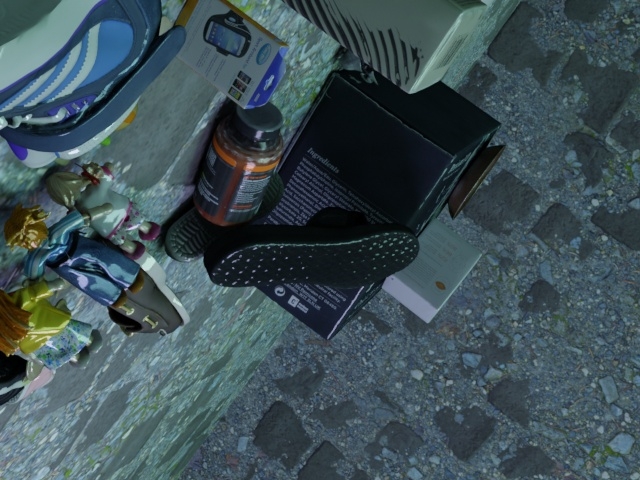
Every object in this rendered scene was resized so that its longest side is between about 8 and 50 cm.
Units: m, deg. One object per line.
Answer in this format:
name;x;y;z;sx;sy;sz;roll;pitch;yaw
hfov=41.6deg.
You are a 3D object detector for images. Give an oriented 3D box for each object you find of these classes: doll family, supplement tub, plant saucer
doll family;-0.281;0.040;0.893;0.263;0.118;0.163;-53;131;-1
supplement tub;-0.118;-0.117;1.254;0.106;0.106;0.198;-44;168;-45
plant saucer;0.333;-0.134;1.840;0.198;0.036;0.198;-53;170;-13

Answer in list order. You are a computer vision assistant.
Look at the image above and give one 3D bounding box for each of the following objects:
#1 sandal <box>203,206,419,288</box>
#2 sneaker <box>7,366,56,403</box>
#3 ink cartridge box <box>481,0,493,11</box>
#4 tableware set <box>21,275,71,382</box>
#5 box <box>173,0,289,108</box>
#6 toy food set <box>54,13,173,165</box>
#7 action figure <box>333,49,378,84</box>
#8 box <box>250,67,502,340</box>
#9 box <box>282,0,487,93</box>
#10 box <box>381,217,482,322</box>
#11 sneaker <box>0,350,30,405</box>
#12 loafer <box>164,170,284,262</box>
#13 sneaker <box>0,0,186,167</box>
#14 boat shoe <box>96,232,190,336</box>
sandal;0.000;-0.001;1.439;0.446;0.107;0.167;3;143;-42
sneaker;-0.386;0.162;1.160;0.134;0.051;0.070;-52;173;16
ink cartridge box;0.115;-0.379;0.998;0.100;0.237;0.172;-54;171;-5
tableware set;-0.330;0.082;1.032;0.141;0.020;0.168;-72;176;-68
box;-0.097;-0.205;0.912;0.081;0.136;0.028;-56;171;22
toy food set;-0.212;-0.152;0.847;0.192;0.038;0.132;-53;171;1
action figure;0.146;-0.381;1.499;0.285;0.099;0.185;-30;167;1
box;0.104;-0.112;1.822;0.471;0.297;0.480;-59;169;25
box;0.019;-0.263;0.822;0.094;0.275;0.113;-57;169;27
box;0.235;0.064;1.786;0.170;0.130;0.091;-48;169;-22
sneaker;-0.407;0.176;0.990;0.097;0.084;0.235;-51;171;0
loafer;-0.167;-0.047;1.394;0.251;0.094;0.087;-36;-172;-32
sneaker;-0.233;-0.106;0.622;0.323;0.130;0.236;-52;169;-39
boat shoe;-0.272;0.083;1.238;0.097;0.116;0.324;-45;166;-14
